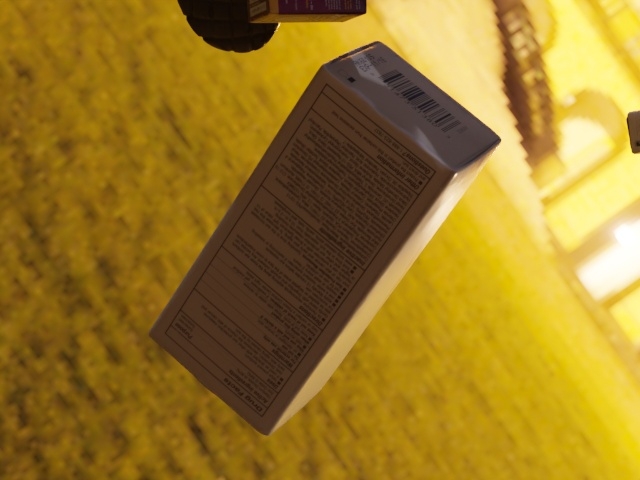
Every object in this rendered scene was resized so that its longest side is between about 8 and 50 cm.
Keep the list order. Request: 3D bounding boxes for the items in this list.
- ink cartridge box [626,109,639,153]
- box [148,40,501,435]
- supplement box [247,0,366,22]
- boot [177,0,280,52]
[{"bbox_3d":[0.418,-0.117,1.554,0.224,0.223,0.045,170,-88,-75],"label":"ink cartridge box"},{"bbox_3d":[0.000,0.000,1.496,0.148,0.311,0.121,41,29,9],"label":"box"},{"bbox_3d":[-0.012,-0.197,1.398,0.055,0.083,0.043,175,-88,-70],"label":"supplement box"},{"bbox_3d":[-0.041,-0.354,1.565,0.223,0.118,0.338,-53,152,-50],"label":"boot"}]
